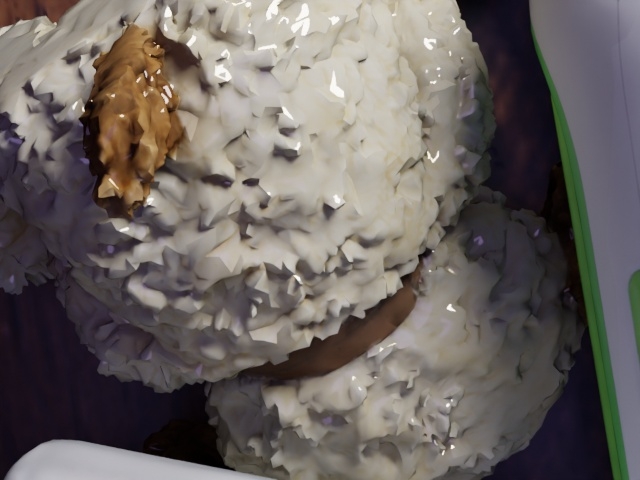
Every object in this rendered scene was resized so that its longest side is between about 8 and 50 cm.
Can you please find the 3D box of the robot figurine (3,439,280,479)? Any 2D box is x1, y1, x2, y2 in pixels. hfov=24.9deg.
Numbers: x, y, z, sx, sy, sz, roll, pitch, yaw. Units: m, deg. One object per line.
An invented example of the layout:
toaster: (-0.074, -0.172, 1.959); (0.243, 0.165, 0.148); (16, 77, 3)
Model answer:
robot figurine: (-0.037, 0.211, 0.476); (0.353, 0.200, 0.300); (4, 104, 18)

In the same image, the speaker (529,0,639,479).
speaker: (0.145, 0.024, 0.456); (0.131, 0.131, 0.296); (-11, 113, 7)

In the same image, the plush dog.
plush dog: (0.000, 0.000, 0.499); (0.262, 0.210, 0.225); (-36, 115, 9)
